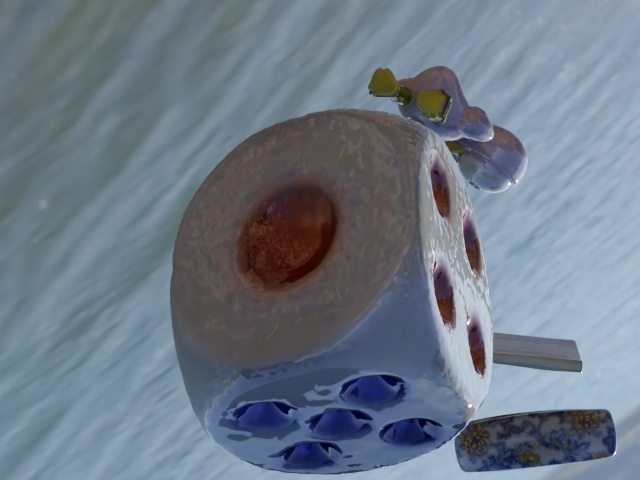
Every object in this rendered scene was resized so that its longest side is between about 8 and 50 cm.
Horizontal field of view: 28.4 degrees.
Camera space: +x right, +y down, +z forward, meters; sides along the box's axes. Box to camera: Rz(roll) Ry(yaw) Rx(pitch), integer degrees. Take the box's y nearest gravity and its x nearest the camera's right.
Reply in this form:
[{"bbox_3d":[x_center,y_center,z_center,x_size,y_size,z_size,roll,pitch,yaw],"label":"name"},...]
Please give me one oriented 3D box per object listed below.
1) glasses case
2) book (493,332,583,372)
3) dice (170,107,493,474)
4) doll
[{"bbox_3d":[0.331,0.307,1.951,0.248,0.086,0.065,-8,172,5],"label":"glasses case"},{"bbox_3d":[0.329,0.175,2.002,0.162,0.022,0.232,4,-175,9],"label":"book"},{"bbox_3d":[0.019,0.054,1.169,0.243,0.259,0.251,-13,147,17],"label":"dice"},{"bbox_3d":[0.188,-0.154,1.746,0.094,0.160,0.365,-61,153,-4],"label":"doll"}]
